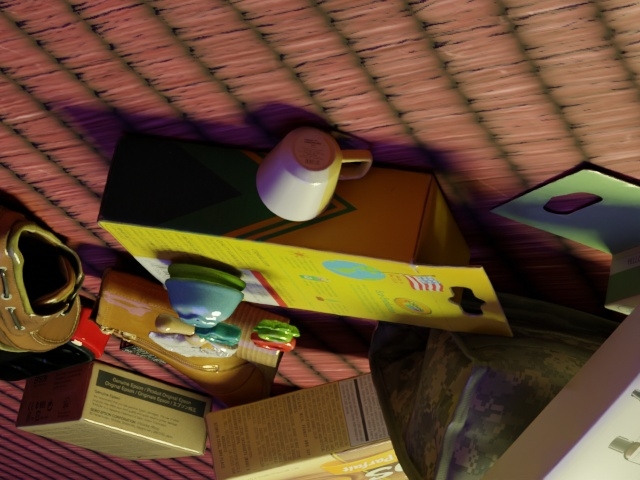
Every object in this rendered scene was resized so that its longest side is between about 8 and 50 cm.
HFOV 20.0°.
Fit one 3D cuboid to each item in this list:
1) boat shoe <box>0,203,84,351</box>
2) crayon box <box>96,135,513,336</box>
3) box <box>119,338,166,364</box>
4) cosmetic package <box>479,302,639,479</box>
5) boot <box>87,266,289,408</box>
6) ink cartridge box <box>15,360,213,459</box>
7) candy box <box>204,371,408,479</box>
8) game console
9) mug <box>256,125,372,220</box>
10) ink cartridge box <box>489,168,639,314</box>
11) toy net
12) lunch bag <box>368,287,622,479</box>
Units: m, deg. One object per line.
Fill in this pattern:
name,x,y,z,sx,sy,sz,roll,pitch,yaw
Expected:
boat shoe,-0.296,0.049,1.839,0.104,0.111,0.307,8,164,17
crayon box,0.000,0.000,1.508,0.318,0.081,0.202,8,164,15
box,-0.199,0.131,2.218,0.067,0.018,0.083,19,163,-25
cosmetic package,0.234,0.157,1.466,0.099,0.060,0.239,23,120,-26
boot,-0.144,0.102,1.969,0.211,0.104,0.295,18,161,2
ink cartridge box,-0.290,0.242,2.541,0.193,0.088,0.234,19,162,-29
candy box,0.054,0.209,1.976,0.316,0.088,0.183,-16,159,9
game console,-0.455,0.078,2.185,0.342,0.060,0.386,25,160,-22
mug,-0.007,-0.060,1.378,0.062,0.078,0.064,48,155,8
ink cartridge box,0.267,0.016,1.423,0.235,0.056,0.171,15,165,-18
toy net,-0.086,0.070,1.599,0.122,0.045,0.232,12,167,-8
lunch bag,0.186,0.141,1.682,0.235,0.169,0.287,13,-167,-16
